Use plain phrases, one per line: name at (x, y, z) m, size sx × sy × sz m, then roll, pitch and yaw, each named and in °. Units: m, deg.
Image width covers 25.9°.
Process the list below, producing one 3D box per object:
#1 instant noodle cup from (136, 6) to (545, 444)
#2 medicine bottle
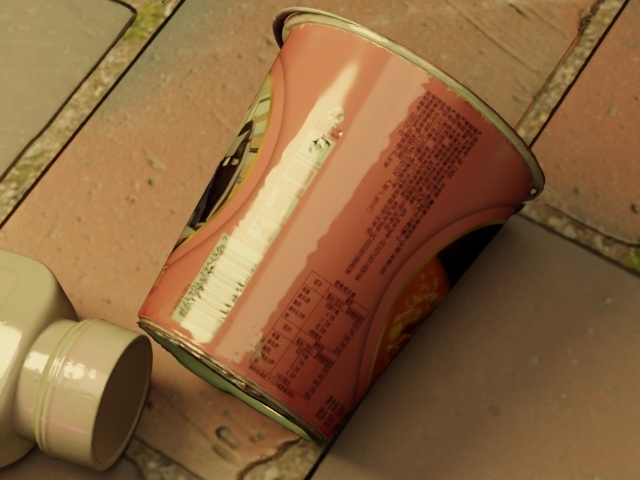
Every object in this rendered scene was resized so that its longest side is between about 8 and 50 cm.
instant noodle cup at (0.000, 0.000, 1.014) m, size 0.244 × 0.244 × 0.255 m, roll 30°, pitch 79°, yaw 17°
medicine bottle at (-0.281, 0.079, 1.047) m, size 0.296 × 0.111 × 0.161 m, roll 18°, pitch 67°, yaw 12°
